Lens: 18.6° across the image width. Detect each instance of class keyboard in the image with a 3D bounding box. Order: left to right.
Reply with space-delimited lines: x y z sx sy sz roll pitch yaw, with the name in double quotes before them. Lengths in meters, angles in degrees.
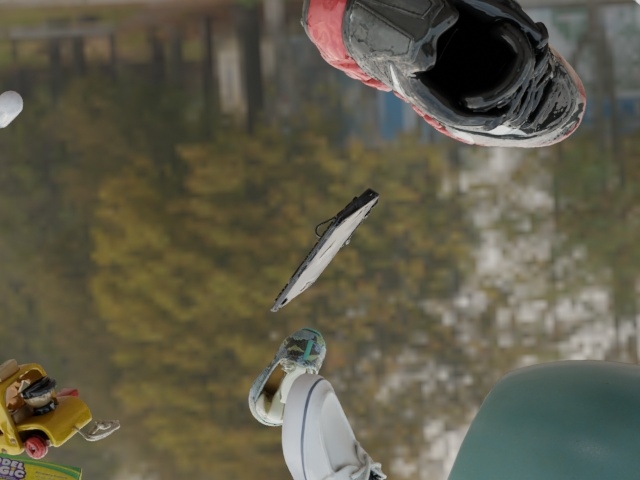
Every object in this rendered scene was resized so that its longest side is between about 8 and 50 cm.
"keyboard" 0.000 0.000 2.147 0.100 0.038 0.192 -35 169 -41

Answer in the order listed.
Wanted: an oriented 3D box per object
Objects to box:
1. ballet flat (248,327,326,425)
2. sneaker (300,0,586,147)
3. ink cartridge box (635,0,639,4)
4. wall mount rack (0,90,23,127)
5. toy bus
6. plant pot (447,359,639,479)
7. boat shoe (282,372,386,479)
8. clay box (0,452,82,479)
"ballet flat" -0.047 0.183 2.392 0.070 0.070 0.188 -5 141 -25
"sneaker" 0.113 -0.116 1.355 0.135 0.097 0.276 29 -176 43
"ink cartridge box" 0.351 -0.339 1.410 0.166 0.285 0.395 -39 166 -44
"wall mount rack" -0.345 0.006 1.375 0.304 0.350 0.130 7 152 29
"toy bus" -0.360 0.195 2.313 0.202 0.104 0.191 -24 -164 -9
"plant pot" 0.224 0.228 1.545 0.235 0.293 0.293 20 -170 17
"boat shoe" 0.029 0.252 2.039 0.084 0.258 0.095 3 -147 30
"clay box" -0.321 0.265 1.917 0.222 0.127 0.053 11 -138 -3
